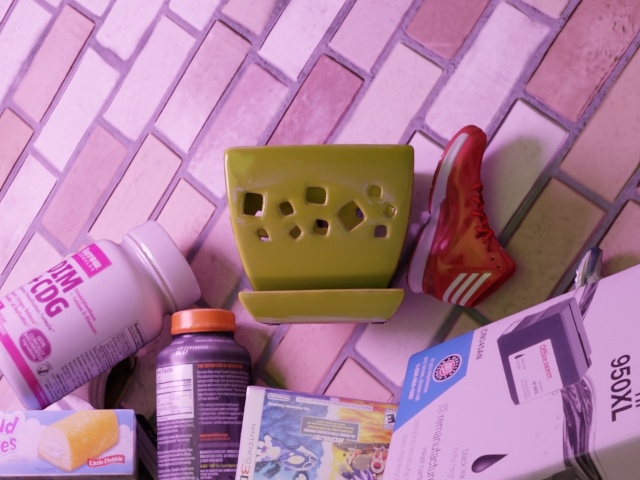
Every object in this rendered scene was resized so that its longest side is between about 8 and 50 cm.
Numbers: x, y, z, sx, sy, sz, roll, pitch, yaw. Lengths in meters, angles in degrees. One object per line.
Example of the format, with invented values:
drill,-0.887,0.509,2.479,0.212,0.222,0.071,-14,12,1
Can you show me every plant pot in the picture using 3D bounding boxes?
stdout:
plant pot,0.000,0.000,1.545,0.227,0.228,0.207,-1,86,1

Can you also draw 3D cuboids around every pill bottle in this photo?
pill bottle,-0.318,0.098,1.736,0.283,0.160,0.160,-33,58,-16
pill bottle,-0.154,0.217,1.690,0.130,0.130,0.246,-10,75,31

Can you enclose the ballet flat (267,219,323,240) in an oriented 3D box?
ballet flat,-0.036,-0.021,1.705,0.079,0.077,0.222,-1,74,51

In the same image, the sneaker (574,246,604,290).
sneaker,0.326,0.075,1.463,0.058,0.052,0.135,3,89,23

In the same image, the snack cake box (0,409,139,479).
snack cake box,-0.379,0.282,1.700,0.264,0.152,0.089,0,75,-6

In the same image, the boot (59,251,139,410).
boot,-0.335,0.136,1.857,0.165,0.077,0.213,18,95,35

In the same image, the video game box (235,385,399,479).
video game box,-0.003,0.287,1.584,0.205,0.048,0.187,6,85,9

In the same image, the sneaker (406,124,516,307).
sneaker,0.197,-0.023,1.553,0.128,0.087,0.221,21,104,26

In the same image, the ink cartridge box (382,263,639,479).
ink cartridge box,0.278,0.192,1.311,0.395,0.166,0.285,-25,24,26

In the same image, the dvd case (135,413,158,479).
dvd case,-0.288,0.394,1.801,0.239,0.029,0.179,-49,58,14
